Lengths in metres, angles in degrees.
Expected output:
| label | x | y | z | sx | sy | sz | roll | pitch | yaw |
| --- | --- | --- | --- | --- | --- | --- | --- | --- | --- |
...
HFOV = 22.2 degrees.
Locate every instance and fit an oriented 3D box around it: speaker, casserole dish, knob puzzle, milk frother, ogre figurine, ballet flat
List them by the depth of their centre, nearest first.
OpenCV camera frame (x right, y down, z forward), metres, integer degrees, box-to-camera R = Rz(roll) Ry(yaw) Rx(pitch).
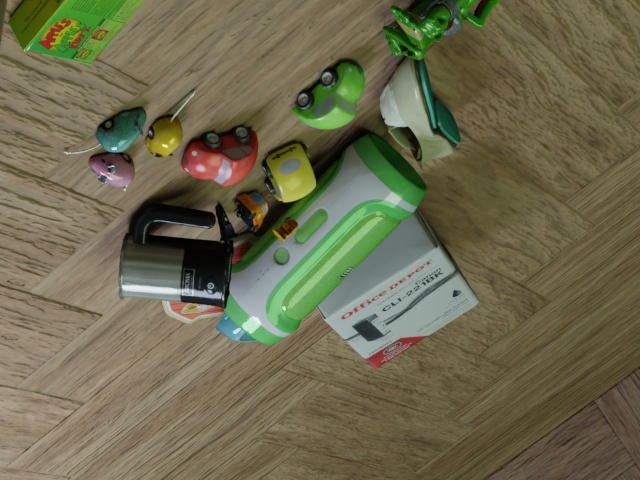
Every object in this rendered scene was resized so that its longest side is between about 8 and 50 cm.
| label | x | y | z | sx | sy | sz | roll | pitch | yaw |
| --- | --- | --- | --- | --- | --- | --- | --- | --- | --- |
| ogre figurine | 0.139 | -0.267 | 1.868 | 0.118 | 0.097 | 0.197 | -45 | 166 | -8 |
| milk frother | -0.176 | 0.015 | 2.055 | 0.134 | 0.129 | 0.143 | 6 | -177 | 1 |
| ballet flat | 0.118 | -0.161 | 2.078 | 0.086 | 0.086 | 0.248 | -33 | 155 | 3 |
| speaker | 0.000 | 0.000 | 2.146 | 0.296 | 0.131 | 0.131 | -45 | 151 | 14 |
| knob puzzle | -0.137 | 0.060 | 2.240 | 0.213 | 0.030 | 0.213 | -25 | 154 | -13 |
| casserole dish | -0.075 | 0.106 | 2.345 | 0.114 | 0.037 | 0.188 | -43 | 162 | 17 |

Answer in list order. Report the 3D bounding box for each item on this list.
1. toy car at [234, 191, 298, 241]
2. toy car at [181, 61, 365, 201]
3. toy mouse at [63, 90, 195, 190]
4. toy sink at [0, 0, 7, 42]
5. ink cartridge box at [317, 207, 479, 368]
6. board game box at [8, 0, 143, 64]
| label | x | y | z | sx | sy | sz | roll | pitch | yaw |
| --- | --- | --- | --- | --- | --- | --- | --- | --- | --- |
| toy car | -0.062 | -0.025 | 2.087 | 0.040 | 0.122 | 0.060 | -39 | 138 | -17 |
| toy car | -0.027 | -0.128 | 1.997 | 0.225 | 0.053 | 0.239 | -42 | 153 | 21 |
| toy mouse | -0.224 | -0.100 | 1.860 | 0.143 | 0.031 | 0.161 | -10 | 147 | -37 |
| toy sink | -0.373 | -0.139 | 1.489 | 0.131 | 0.234 | 0.153 | 14 | 138 | -16 |
| ink cartridge box | 0.099 | 0.061 | 2.398 | 0.197 | 0.114 | 0.273 | -33 | 153 | 5 |
| board game box | -0.213 | -0.254 | 1.588 | 0.181 | 0.043 | 0.092 | -45 | 150 | 26 |
